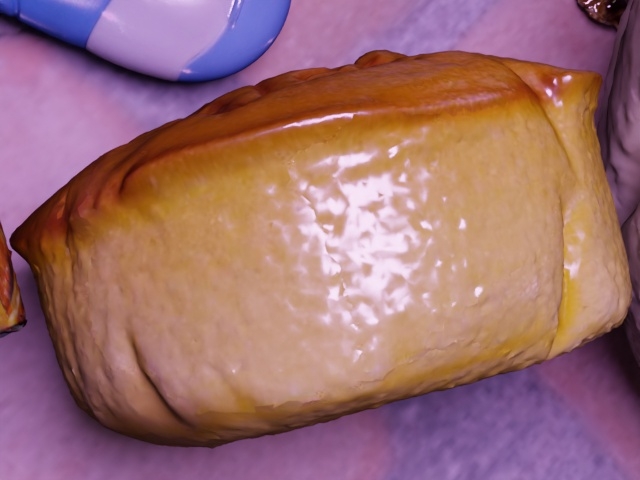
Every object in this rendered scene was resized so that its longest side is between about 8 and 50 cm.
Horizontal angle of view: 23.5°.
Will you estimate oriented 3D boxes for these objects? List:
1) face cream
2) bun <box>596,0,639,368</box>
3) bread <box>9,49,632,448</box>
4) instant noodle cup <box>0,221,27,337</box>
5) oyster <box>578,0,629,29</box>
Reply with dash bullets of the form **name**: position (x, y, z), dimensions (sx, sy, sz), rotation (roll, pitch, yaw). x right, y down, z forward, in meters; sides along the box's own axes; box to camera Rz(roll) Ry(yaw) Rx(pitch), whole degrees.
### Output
- **face cream**: position (-0.131, -0.178, 0.778), dimensions (0.264, 0.083, 0.149), rotation (36, 72, -4)
- **bun**: position (0.252, -0.077, 0.731), dimensions (0.219, 0.365, 0.365), rotation (36, 68, 28)
- **bread**: position (0.000, 0.000, 0.674), dimensions (0.269, 0.270, 0.148), rotation (-13, 88, -17)
- **instant noodle cup**: position (-0.272, -0.043, 0.598), dimensions (0.339, 0.340, 0.266), rotation (-23, 91, -18)
- **oyster**: position (0.221, -0.144, 0.875), dimensions (0.148, 0.051, 0.103), rotation (20, 79, -19)
